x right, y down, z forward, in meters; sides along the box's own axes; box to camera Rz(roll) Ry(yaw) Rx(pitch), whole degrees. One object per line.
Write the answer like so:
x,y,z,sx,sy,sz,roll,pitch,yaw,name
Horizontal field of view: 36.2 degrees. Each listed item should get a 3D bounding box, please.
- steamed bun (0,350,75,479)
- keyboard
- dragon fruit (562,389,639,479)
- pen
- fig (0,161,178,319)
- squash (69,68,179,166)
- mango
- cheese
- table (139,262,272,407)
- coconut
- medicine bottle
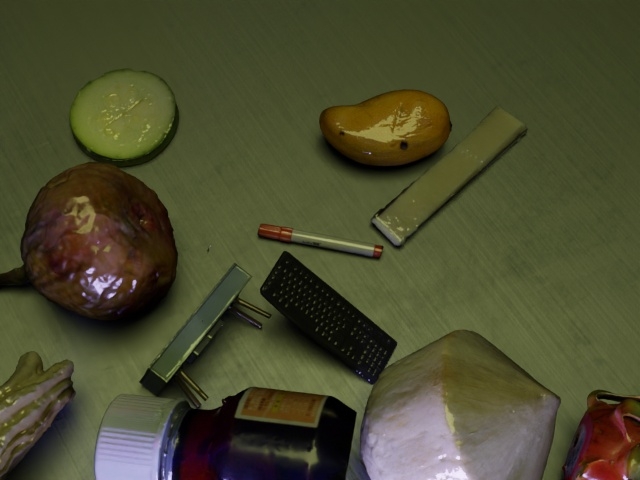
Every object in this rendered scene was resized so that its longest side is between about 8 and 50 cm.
-0.580,0.343,1.529,0.189,0.247,0.428,35,49,1,steamed bun
-0.024,0.103,1.696,0.381,0.041,0.103,37,63,-11,keyboard
0.510,0.364,1.571,0.227,0.224,0.224,13,61,-1,dragon fruit
0.000,0.000,1.850,0.239,0.028,0.028,10,61,2,pen
-0.450,0.021,1.735,0.369,0.286,0.286,-16,58,24,fig
-0.395,-0.246,1.965,0.219,0.041,0.219,0,64,0,squash
0.130,-0.221,1.939,0.262,0.109,0.157,-5,71,0,mango
0.260,-0.132,1.938,0.085,0.034,0.400,42,67,14,cheese
-0.190,0.175,1.693,0.111,0.121,0.240,39,65,-2,table
0.227,0.293,1.528,0.329,0.328,0.328,1,61,-2,coconut
-0.147,0.336,1.535,0.395,0.242,0.242,10,61,8,medicine bottle
